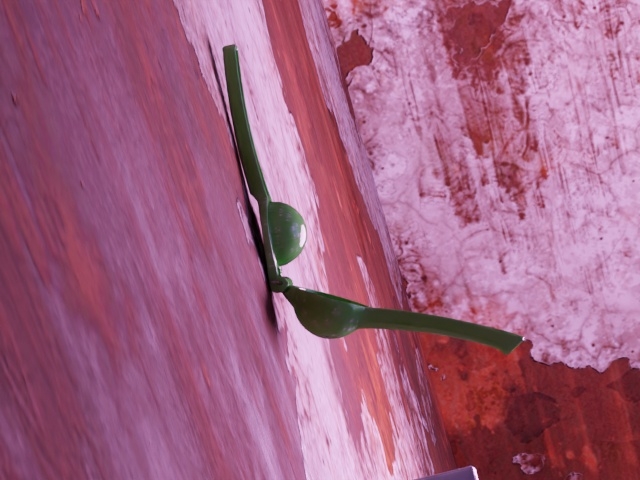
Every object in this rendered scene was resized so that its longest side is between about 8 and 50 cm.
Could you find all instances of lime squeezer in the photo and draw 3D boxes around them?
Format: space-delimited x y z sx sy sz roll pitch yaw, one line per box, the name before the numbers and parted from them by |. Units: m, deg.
lime squeezer | 0.000 0.000 1.330 0.310 0.110 0.059 46 21 7

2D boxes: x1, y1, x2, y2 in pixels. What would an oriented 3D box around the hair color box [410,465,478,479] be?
hair color box | 0.116 0.385 1.389 0.185 0.113 0.375 66 12 -60
